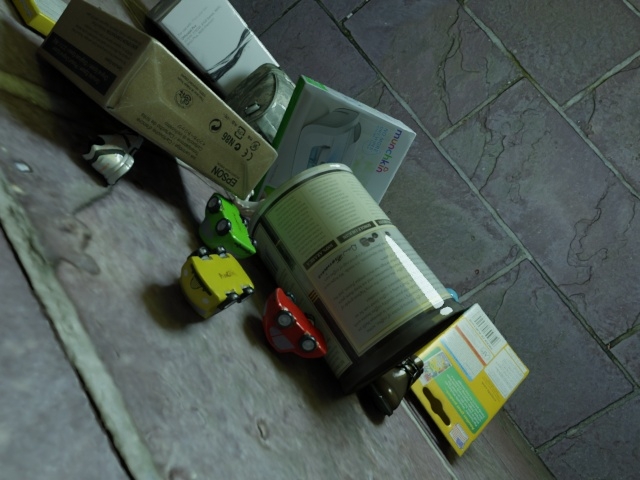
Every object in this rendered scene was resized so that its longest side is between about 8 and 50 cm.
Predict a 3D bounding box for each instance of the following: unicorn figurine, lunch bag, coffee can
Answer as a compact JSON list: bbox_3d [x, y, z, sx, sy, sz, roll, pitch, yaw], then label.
[{"bbox_3d":[-0.084,-0.047,0.801,0.060,0.111,0.162,-129,-167,-77],"label":"unicorn figurine"},{"bbox_3d":[-0.092,-0.255,1.122,0.305,0.212,0.256,44,12,-36],"label":"lunch bag"},{"bbox_3d":[0.044,0.052,0.671,0.275,0.201,0.201,55,10,21],"label":"coffee can"}]

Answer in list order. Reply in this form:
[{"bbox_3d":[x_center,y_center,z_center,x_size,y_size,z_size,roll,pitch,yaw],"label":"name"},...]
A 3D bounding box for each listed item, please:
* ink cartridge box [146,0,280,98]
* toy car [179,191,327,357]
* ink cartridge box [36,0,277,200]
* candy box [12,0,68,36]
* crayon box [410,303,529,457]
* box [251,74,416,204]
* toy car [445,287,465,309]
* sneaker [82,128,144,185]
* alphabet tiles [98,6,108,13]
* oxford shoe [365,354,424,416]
[{"bbox_3d":[-0.259,-0.502,1.246,0.395,0.166,0.285,44,2,-37],"label":"ink cartridge box"},{"bbox_3d":[-0.100,0.032,0.542,0.239,0.053,0.225,42,14,-49],"label":"toy car"},{"bbox_3d":[-0.192,-0.166,0.565,0.193,0.088,0.234,35,0,33],"label":"ink cartridge box"},{"bbox_3d":[-0.342,-0.292,0.647,0.105,0.027,0.206,52,9,16],"label":"candy box"},{"bbox_3d":[0.314,0.308,1.031,0.323,0.083,0.203,-26,75,-38],"label":"crayon box"},{"bbox_3d":[0.016,-0.151,0.897,0.231,0.262,0.127,21,22,-16],"label":"box"},{"bbox_3d":[0.318,0.294,1.307,0.219,0.210,0.238,-61,143,-65],"label":"toy car"},{"bbox_3d":[-0.223,-0.102,0.488,0.044,0.040,0.109,44,12,-31],"label":"sneaker"},{"bbox_3d":[-0.328,-0.337,0.840,0.198,0.009,0.237,52,3,-7],"label":"alphabet tiles"},{"bbox_3d":[0.126,0.226,0.774,0.083,0.096,0.227,55,12,6],"label":"oxford shoe"}]
